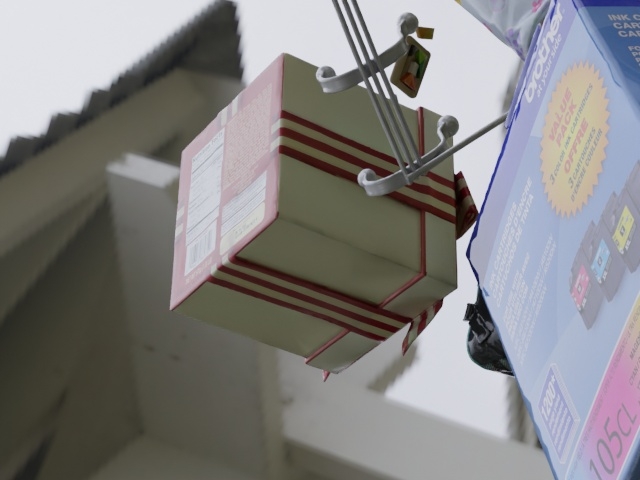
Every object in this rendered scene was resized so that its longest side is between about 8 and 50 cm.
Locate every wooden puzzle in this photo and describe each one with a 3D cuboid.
[{"bbox_3d":[0.118,-0.224,2.226,0.078,0.014,0.116,12,-85,-60],"label":"wooden puzzle"}]

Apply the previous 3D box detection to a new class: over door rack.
[{"bbox_3d":[0.135,-0.215,1.601,0.324,0.108,0.239,-28,-69,-12],"label":"over door rack"}]

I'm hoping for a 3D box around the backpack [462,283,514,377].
[{"bbox_3d":[0.253,0.066,1.723,0.188,0.144,0.166,28,-122,-38],"label":"backpack"}]

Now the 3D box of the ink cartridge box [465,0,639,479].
[{"bbox_3d":[0.231,-0.005,1.211,0.395,0.151,0.270,-105,24,-51],"label":"ink cartridge box"}]

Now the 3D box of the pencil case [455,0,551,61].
[{"bbox_3d":[0.194,-0.299,1.871,0.124,0.273,0.113,-49,-36,11],"label":"pencil case"}]

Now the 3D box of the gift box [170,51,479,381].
[{"bbox_3d":[0.000,0.000,1.857,0.258,0.255,0.276,20,-124,-27],"label":"gift box"}]
